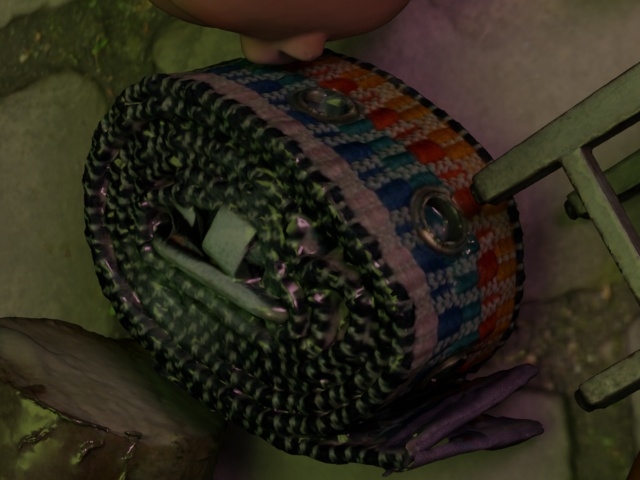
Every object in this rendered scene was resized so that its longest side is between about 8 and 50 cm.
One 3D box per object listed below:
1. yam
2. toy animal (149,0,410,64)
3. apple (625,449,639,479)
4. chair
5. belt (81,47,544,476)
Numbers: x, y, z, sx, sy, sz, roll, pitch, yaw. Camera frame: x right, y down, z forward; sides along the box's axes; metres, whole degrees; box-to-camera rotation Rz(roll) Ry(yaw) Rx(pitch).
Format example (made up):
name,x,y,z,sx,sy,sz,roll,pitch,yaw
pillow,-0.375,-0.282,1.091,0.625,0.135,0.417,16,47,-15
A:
name,x,y,z,sx,sy,sz,roll,pitch,yaw
yam,-0.182,0.219,0.853,0.195,0.195,0.300,21,98,37
toy animal,-0.019,-0.259,0.682,0.269,0.237,0.326,11,107,43
apple,0.223,0.140,0.514,0.254,0.253,0.253,-4,83,37
chair,0.230,-0.038,0.605,0.270,0.136,0.147,-36,66,27
belt,0.000,0.000,0.758,0.295,0.160,0.206,25,119,38
